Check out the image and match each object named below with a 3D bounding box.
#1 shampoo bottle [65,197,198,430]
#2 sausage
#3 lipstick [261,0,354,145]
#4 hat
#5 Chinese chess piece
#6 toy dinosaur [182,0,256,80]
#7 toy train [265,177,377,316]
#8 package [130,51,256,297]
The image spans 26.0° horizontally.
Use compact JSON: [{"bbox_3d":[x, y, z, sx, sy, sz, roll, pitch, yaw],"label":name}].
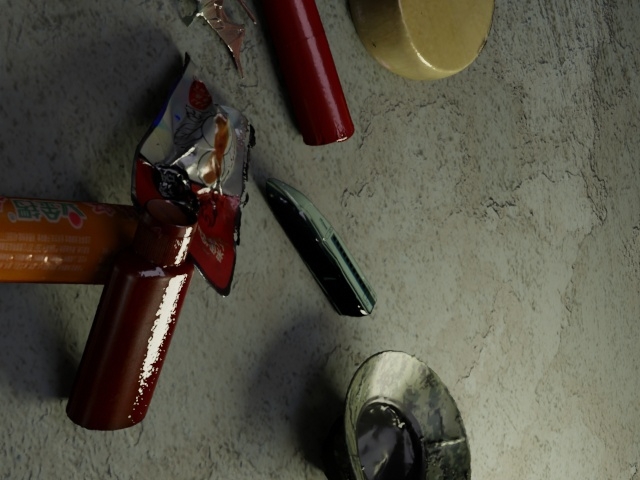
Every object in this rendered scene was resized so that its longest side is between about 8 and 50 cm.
[{"bbox_3d":[-0.196,0.081,1.489,0.102,0.064,0.260,-6,125,-45],"label":"shampoo bottle"},{"bbox_3d":[-0.298,0.000,1.438,0.312,0.093,0.093,4,88,-50],"label":"sausage"},{"bbox_3d":[-0.026,-0.256,1.773,0.073,0.073,0.280,-37,118,-43],"label":"lipstick"},{"bbox_3d":[0.079,0.287,1.869,0.265,0.128,0.265,21,61,-44],"label":"hat"},{"bbox_3d":[0.143,-0.350,1.951,0.251,0.097,0.251,-3,94,-49],"label":"Chinese chess piece"},{"bbox_3d":[-0.125,-0.293,1.684,0.108,0.032,0.220,-41,131,-45],"label":"toy dinosaur"},{"bbox_3d":[0.000,0.000,1.821,0.048,0.055,0.252,-57,131,-32],"label":"toy train"},{"bbox_3d":[-0.145,-0.086,1.610,0.194,0.071,0.269,38,47,-35],"label":"package"}]
